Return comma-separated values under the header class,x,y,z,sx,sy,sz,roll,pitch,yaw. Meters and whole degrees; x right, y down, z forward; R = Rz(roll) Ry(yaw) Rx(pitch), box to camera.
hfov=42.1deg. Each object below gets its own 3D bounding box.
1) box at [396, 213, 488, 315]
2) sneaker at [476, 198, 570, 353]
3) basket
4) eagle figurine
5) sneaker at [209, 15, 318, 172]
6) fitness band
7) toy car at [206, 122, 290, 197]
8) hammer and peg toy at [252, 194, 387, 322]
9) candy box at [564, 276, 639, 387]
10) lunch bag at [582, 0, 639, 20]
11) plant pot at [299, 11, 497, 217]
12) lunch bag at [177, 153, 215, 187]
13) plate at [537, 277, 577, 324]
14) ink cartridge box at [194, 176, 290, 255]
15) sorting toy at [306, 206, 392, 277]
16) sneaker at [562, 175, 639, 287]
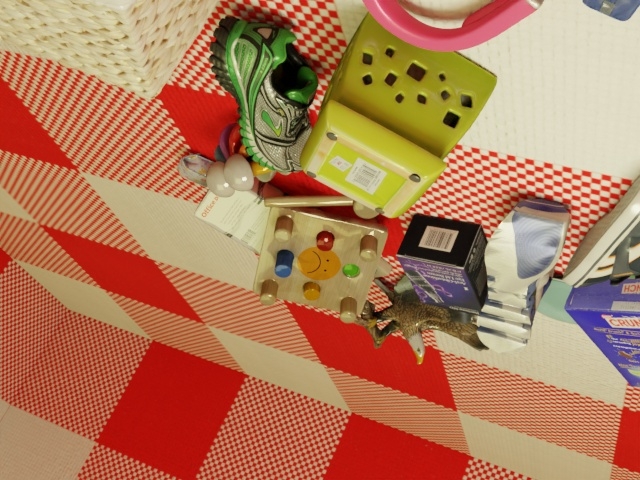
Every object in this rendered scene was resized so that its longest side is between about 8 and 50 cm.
class,x,y,z,sx,sy,sz,roll,pitch,yaw
box,0.268,0.053,1.718,0.153,0.108,0.207,10,152,32
sneaker,0.379,0.041,1.565,0.128,0.182,0.315,18,126,15
basket,-0.289,-0.404,1.057,0.328,0.331,0.266,23,159,9
eagle figurine,0.247,0.182,1.973,0.298,0.225,0.226,-16,-175,17
sneaker,-0.068,-0.230,1.437,0.146,0.134,0.343,13,153,26
fitness band,0.165,-0.344,1.059,0.209,0.054,0.291,35,154,-19
toy car,-0.148,-0.173,1.663,0.182,0.159,0.136,-11,102,56
hammer and peg toy,0.000,0.000,1.769,0.266,0.127,0.361,12,128,-3
candy box,0.653,0.168,1.543,0.268,0.122,0.317,1,147,47
lunch bag,0.346,-0.301,0.944,0.067,0.065,0.098,23,157,7
plant pot,0.103,-0.176,1.284,0.227,0.207,0.228,28,156,-4
lunch bag,-0.283,-0.165,1.902,0.083,0.053,0.071,21,160,-12
plate,0.501,0.119,1.721,0.188,0.024,0.188,21,156,10
ink cartridge box,-0.165,-0.071,1.869,0.191,0.082,0.139,32,123,-11
sorting toy,-0.007,0.043,2.006,0.257,0.089,0.255,37,155,-25
sneaker,0.508,0.013,1.362,0.127,0.126,0.321,30,156,6
